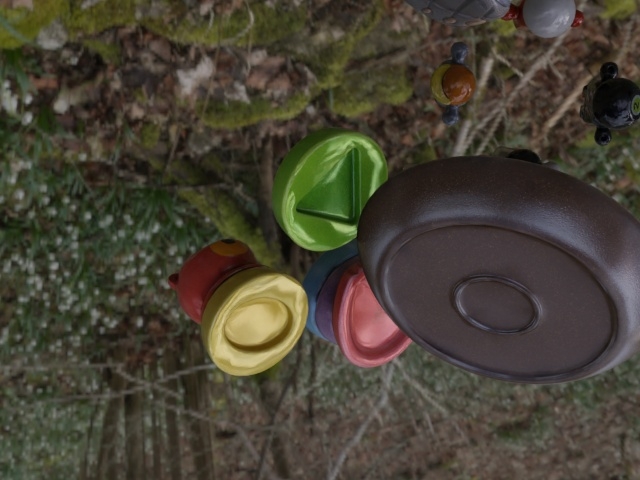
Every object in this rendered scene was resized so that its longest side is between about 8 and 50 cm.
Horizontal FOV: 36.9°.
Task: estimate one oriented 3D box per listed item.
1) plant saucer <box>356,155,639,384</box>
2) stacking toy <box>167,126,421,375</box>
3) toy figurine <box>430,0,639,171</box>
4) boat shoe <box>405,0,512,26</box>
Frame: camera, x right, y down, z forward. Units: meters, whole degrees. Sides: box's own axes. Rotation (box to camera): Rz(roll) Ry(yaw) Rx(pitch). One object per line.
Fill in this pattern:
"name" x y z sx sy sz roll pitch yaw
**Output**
"plant saucer" 0.176 0.048 0.932 0.311 0.050 0.310 15 140 13
"stacking toy" 0.000 0.000 1.072 0.309 0.130 0.279 8 109 -42
"toy figurine" 0.253 -0.178 1.155 0.210 0.148 0.213 -35 96 8
"boat shoe" 0.052 -0.336 0.863 0.355 0.132 0.130 33 76 -32
